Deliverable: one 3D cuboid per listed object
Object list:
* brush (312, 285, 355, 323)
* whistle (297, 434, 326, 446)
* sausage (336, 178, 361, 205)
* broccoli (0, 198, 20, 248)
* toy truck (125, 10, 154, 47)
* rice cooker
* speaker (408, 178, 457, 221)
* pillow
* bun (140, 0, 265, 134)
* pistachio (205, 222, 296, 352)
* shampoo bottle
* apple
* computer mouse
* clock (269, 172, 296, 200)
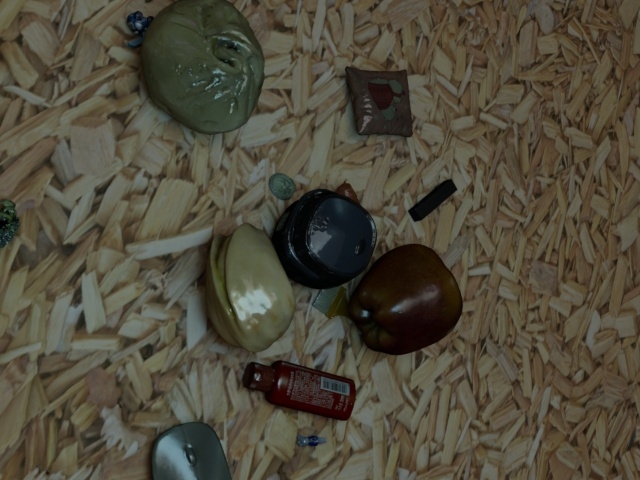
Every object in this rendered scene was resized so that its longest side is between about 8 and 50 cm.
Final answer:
[{"bbox_3d":[0.099,0.218,2.024,0.272,0.013,0.103,38,65,-20],"label":"brush"},{"bbox_3d":[-0.024,0.537,1.886,0.083,0.029,0.033,5,62,-23],"label":"whistle"},{"bbox_3d":[0.092,-0.094,2.047,0.065,0.065,0.169,-29,96,-31],"label":"sausage"},{"bbox_3d":[-0.759,-0.058,1.529,0.204,0.118,0.122,36,95,-3],"label":"broccoli"},{"bbox_3d":[-0.468,-0.538,1.808,0.073,0.056,0.090,15,86,-34],"label":"toy truck"},{"bbox_3d":[0.000,0.000,1.883,0.267,0.224,0.267,5,81,-30],"label":"rice cooker"},{"bbox_3d":[0.358,-0.127,2.224,0.191,0.040,0.046,-38,102,-30],"label":"speaker"},{"bbox_3d":[0.187,-0.426,2.152,0.236,0.084,0.223,-6,82,-34],"label":"pillow"},{"bbox_3d":[-0.291,-0.459,1.792,0.326,0.234,0.362,7,80,-26],"label":"bun"},{"bbox_3d":[-0.182,0.121,1.756,0.238,0.229,0.321,31,43,-63],"label":"pistachio"},{"bbox_3d":[-0.052,0.393,1.866,0.314,0.076,0.118,20,73,-26],"label":"shampoo bottle"},{"bbox_3d":[0.242,0.168,1.967,0.317,0.288,0.288,-30,97,-29],"label":"apple"},{"bbox_3d":[-0.298,0.603,1.677,0.197,0.095,0.331,-13,88,-36],"label":"computer mouse"},{"bbox_3d":[-0.108,-0.153,1.971,0.083,0.010,0.074,32,67,-21],"label":"clock"}]
